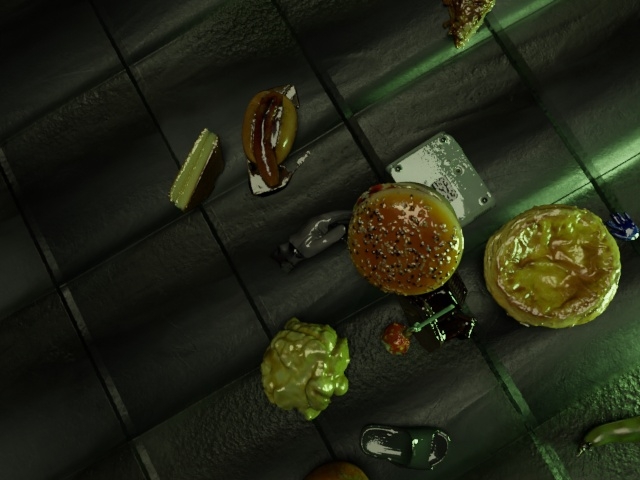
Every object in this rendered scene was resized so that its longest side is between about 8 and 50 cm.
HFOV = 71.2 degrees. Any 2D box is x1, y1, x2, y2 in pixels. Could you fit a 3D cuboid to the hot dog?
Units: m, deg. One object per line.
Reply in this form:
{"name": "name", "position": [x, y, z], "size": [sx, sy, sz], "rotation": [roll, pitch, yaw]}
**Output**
{"name": "hot dog", "position": [-0.136, -0.301, 1.276], "size": [0.194, 0.107, 0.326], "rotation": [-8, 85, 4]}

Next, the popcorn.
{"name": "popcorn", "position": [-0.040, 0.325, 1.177], "size": [0.256, 0.195, 0.255], "rotation": [-32, 73, 1]}

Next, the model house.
{"name": "model house", "position": [0.322, 0.184, 1.200], "size": [0.164, 0.141, 0.203], "rotation": [-29, 104, -20]}

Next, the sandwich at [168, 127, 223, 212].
{"name": "sandwich", "position": [-0.352, -0.199, 1.300], "size": [0.090, 0.088, 0.245], "rotation": [27, 91, 16]}

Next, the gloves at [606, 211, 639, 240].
{"name": "gloves", "position": [0.815, -0.037, 1.207], "size": [0.064, 0.026, 0.086], "rotation": [-30, 83, 4]}

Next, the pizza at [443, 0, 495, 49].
{"name": "pizza", "position": [0.414, -0.644, 1.276], "size": [0.154, 0.069, 0.194], "rotation": [14, 85, 5]}

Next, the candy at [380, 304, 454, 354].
{"name": "candy", "position": [0.246, 0.220, 1.125], "size": [0.084, 0.288, 0.078], "rotation": [39, 52, -1]}

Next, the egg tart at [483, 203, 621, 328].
{"name": "egg tart", "position": [0.590, 0.067, 1.166], "size": [0.341, 0.132, 0.342], "rotation": [0, 86, 6]}

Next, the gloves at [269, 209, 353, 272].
{"name": "gloves", "position": [-0.009, -0.005, 1.230], "size": [0.285, 0.142, 0.119], "rotation": [-26, 111, 1]}

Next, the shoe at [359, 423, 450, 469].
{"name": "shoe", "position": [0.221, 0.548, 1.175], "size": [0.240, 0.093, 0.108], "rotation": [4, 84, 7]}

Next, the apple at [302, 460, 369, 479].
{"name": "apple", "position": [0.036, 0.689, 1.120], "size": [0.236, 0.207, 0.237], "rotation": [0, 83, 3]}

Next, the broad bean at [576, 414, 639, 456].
{"name": "broad bean", "position": [0.799, 0.493, 1.147], "size": [0.324, 0.067, 0.075], "rotation": [-13, 54, 6]}

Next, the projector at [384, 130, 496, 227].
{"name": "projector", "position": [0.323, -0.143, 1.220], "size": [0.198, 0.108, 0.250], "rotation": [-32, 83, 1]}

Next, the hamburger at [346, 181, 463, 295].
{"name": "hamburger", "position": [0.202, -0.002, 1.110], "size": [0.300, 0.176, 0.300], "rotation": [9, 114, 19]}
